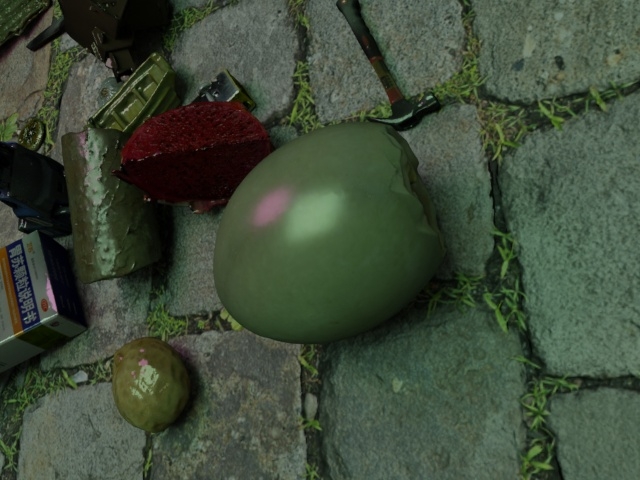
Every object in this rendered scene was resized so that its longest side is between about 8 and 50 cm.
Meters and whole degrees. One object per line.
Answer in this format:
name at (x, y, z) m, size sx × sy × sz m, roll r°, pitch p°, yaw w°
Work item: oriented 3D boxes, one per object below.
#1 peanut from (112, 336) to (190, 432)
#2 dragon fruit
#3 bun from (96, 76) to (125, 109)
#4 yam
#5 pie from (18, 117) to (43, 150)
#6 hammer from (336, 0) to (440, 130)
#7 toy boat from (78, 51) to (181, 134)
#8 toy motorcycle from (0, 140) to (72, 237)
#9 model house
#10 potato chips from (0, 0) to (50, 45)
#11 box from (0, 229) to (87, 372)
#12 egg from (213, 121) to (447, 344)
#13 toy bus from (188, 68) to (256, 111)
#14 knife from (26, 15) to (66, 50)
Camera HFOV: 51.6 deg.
peanut at (-0.290, 0.237, 1.113) m, size 0.159 × 0.109 × 0.141 m, roll 38°, pitch 87°, yaw 29°
dragon fruit at (-0.212, -0.141, 1.151) m, size 0.273 × 0.161 × 0.126 m, roll -11°, pitch 50°, yaw -2°
bun at (-0.440, -0.305, 1.394) m, size 0.083 × 0.045 × 0.083 m, roll -10°, pitch 72°, yaw 32°
yam at (-0.376, -0.063, 1.199) m, size 0.161 × 0.161 × 0.268 m, roll -10°, pitch 89°, yaw 27°
pie at (-0.663, -0.241, 1.518) m, size 0.084 × 0.021 × 0.084 m, roll -9°, pitch 72°, yaw 28°
hammer at (0.092, -0.301, 1.096) m, size 0.111 × 0.033 × 0.288 m, roll -30°, pitch 63°, yaw 18°
toy boat at (-0.383, -0.243, 1.326) m, size 0.276 × 0.084 × 0.111 m, roll -45°, pitch 56°, yaw 8°
toy motorcycle at (-0.571, -0.095, 1.230) m, size 0.212 × 0.358 × 0.125 m, roll -9°, pitch 70°, yaw 18°
model house at (-0.411, -0.449, 1.349) m, size 0.244 × 0.204 × 0.211 m, roll 69°, pitch 157°, yaw 2°
potato chips at (-0.844, -0.627, 1.707) m, size 0.429 × 0.070 × 0.359 m, roll -33°, pitch 64°, yaw 18°
box at (-0.633, 0.141, 1.294) m, size 0.299 × 0.106 × 0.200 m, roll -26°, pitch 63°, yaw 1°
egg at (0.000, 0.000, 0.918) m, size 0.336 × 0.278 × 0.279 m, roll -28°, pitch 64°, yaw 20°
toy bus at (-0.225, -0.208, 1.226) m, size 0.226 × 0.074 × 0.081 m, roll -43°, pitch 59°, yaw 13°
knife at (-0.629, -0.508, 1.579) m, size 0.230 × 0.028 × 0.060 m, roll -20°, pitch 55°, yaw 27°
